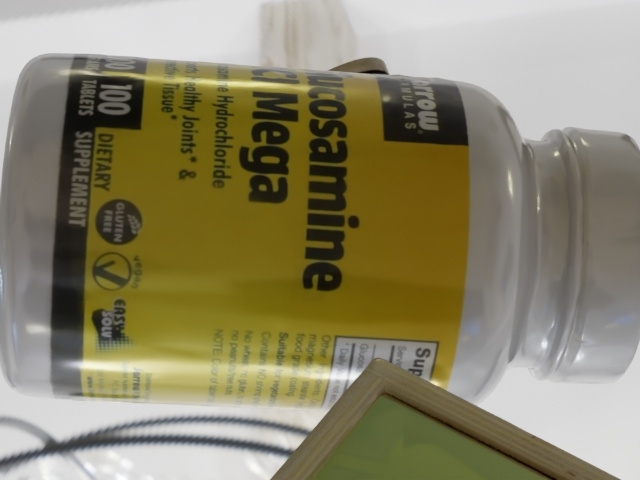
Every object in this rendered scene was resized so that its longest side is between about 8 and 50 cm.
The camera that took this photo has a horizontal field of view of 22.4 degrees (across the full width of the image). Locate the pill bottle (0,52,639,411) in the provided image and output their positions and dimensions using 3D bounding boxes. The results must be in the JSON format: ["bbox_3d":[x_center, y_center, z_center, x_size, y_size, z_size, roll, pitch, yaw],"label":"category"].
[{"bbox_3d":[0.000,0.000,0.884,0.334,0.188,0.187,3,-114,-6],"label":"pill bottle"}]

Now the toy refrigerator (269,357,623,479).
[{"bbox_3d":[0.107,0.158,0.645,0.270,0.094,0.102,27,-131,22],"label":"toy refrigerator"}]

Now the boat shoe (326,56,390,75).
[{"bbox_3d":[-0.034,-0.063,1.197,0.206,0.075,0.065,-26,-110,6],"label":"boat shoe"}]
